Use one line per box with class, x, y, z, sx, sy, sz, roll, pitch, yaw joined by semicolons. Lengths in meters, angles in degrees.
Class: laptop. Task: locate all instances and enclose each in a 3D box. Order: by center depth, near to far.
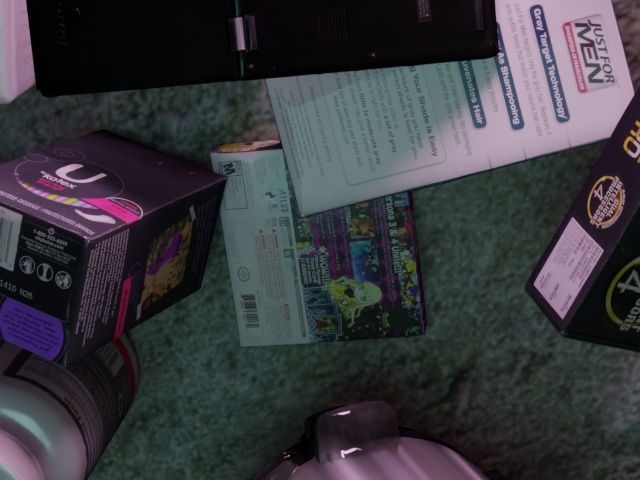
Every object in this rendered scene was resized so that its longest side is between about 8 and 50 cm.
laptop;-0.073;-0.346;1.484;0.408;0.236;0.381;-7;97;-19

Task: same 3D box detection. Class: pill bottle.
pill bottle;-0.319;0.201;1.654;0.176;0.318;0.176;3;111;9

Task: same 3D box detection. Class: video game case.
video game case;0.000;0.000;1.676;0.210;0.042;0.232;-5;109;11

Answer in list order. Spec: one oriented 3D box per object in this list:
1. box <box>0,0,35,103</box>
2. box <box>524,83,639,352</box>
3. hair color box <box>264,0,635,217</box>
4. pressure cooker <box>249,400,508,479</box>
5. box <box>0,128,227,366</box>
box;-0.348;-0.240;1.595;0.091;0.130;0.170;3;110;9
box;0.422;-0.062;1.486;0.318;0.097;0.395;13;116;-32
hair color box;0.131;-0.149;1.538;0.347;0.105;0.173;-14;94;11
pressure cooker;0.072;0.393;1.629;0.375;0.420;0.370;35;93;-28
box;-0.239;-0.002;1.576;0.165;0.270;0.143;22;113;18
